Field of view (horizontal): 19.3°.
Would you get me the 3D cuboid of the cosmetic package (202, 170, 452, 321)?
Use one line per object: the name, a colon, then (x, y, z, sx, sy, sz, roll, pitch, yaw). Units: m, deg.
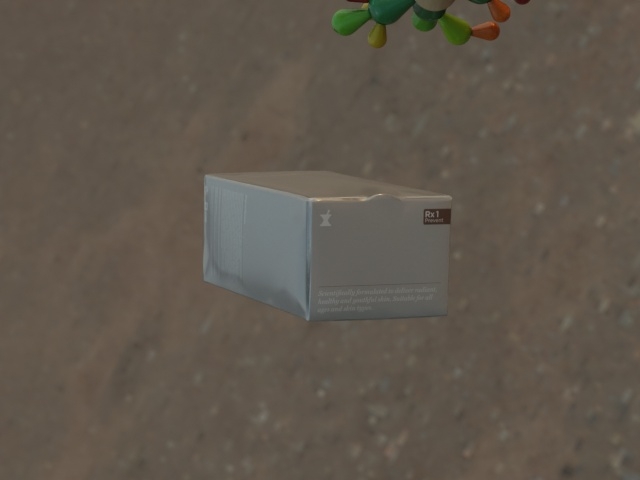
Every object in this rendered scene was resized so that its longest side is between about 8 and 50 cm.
cosmetic package: (0.000, 0.000, 1.518, 0.238, 0.127, 0.107, -156, 67, -66)

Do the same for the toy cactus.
toy cactus: (0.121, -0.265, 1.975, 0.180, 0.219, 0.112, 93, 175, -82)
